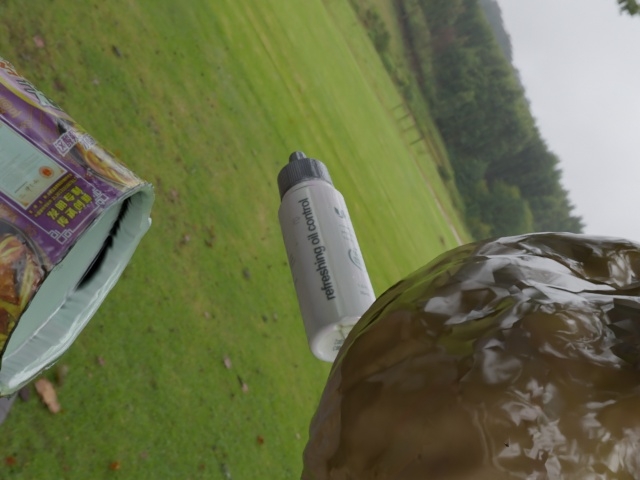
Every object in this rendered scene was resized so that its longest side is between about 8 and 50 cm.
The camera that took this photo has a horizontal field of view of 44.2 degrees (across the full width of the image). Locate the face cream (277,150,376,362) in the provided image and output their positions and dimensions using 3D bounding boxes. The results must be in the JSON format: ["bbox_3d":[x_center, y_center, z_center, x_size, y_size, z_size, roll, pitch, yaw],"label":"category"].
[{"bbox_3d":[0.000,0.000,0.981,0.092,0.092,0.312,48,21,-46],"label":"face cream"}]

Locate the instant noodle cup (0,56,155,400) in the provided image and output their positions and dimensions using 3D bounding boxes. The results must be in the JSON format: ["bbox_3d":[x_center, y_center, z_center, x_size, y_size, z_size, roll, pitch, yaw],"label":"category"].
[{"bbox_3d":[-0.339,-0.019,0.756,0.265,0.340,0.340,33,16,2],"label":"instant noodle cup"}]

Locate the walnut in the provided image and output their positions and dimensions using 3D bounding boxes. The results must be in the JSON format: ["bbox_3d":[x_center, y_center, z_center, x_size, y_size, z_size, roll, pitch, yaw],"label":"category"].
[{"bbox_3d":[0.171,0.169,0.557,0.384,0.383,0.384,56,16,-26],"label":"walnut"}]
